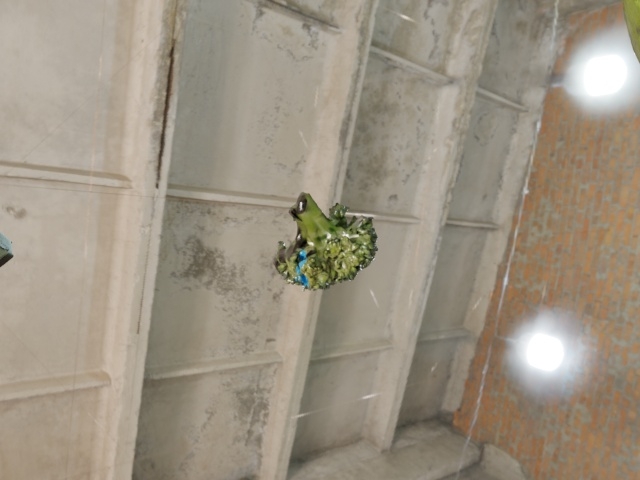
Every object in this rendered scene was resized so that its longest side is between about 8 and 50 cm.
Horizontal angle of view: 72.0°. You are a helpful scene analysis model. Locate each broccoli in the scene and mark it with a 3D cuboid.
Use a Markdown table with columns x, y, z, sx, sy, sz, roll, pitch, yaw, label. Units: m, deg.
| x | y | z | sx | sy | sz | roll | pitch | yaw | label |
| --- | --- | --- | --- | --- | --- | --- | --- | --- | --- |
| 0.000 | 0.000 | 0.696 | 0.154 | 0.167 | 0.160 | -49 | -60 | -22 | broccoli |

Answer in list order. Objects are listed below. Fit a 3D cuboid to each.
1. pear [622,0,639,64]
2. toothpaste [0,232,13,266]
| x | y | z | sx | sy | sz | roll | pitch | yaw | label |
| --- | --- | --- | --- | --- | --- | --- | --- | --- | --- |
| 0.275 | -0.181 | 0.239 | 0.292 | 0.159 | 0.293 | -3 | -83 | -25 | pear |
| -0.665 | -0.069 | 0.740 | 0.071 | 0.089 | 0.313 | -42 | -48 | -15 | toothpaste |
